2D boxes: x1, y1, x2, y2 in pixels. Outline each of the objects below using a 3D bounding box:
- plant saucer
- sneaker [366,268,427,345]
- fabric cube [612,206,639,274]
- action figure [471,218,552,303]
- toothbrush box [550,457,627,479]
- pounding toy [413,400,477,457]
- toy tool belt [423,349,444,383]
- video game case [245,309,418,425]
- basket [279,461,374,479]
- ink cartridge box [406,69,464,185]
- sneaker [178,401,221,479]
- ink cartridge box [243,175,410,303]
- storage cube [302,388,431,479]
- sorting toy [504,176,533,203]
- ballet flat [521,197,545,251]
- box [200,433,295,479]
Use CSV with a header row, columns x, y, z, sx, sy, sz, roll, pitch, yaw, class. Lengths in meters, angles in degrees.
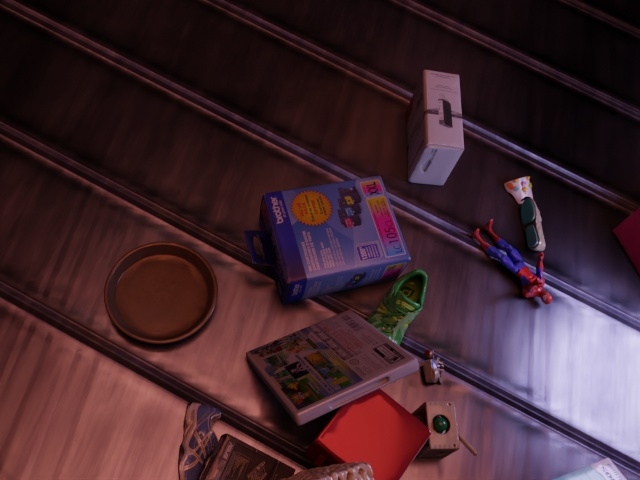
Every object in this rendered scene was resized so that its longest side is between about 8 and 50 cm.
x,y,z,sx,sy,sz,roll,pitch,yaw,class
-0.398,0.132,1.696,0.277,0.041,0.278,4,62,-7,plant saucer
0.187,0.187,1.722,0.109,0.123,0.296,27,62,5,sneaker
1.050,-0.006,1.902,0.259,0.254,0.258,-15,66,-18,fabric cube
0.548,0.052,1.855,0.091,0.139,0.280,-32,74,-22,action figure
0.583,0.635,1.484,0.295,0.126,0.216,-8,44,-29,toothbrush box
0.290,0.452,1.590,0.100,0.141,0.130,2,62,-9,pounding toy
0.289,0.321,1.718,0.051,0.052,0.083,18,59,-37,toy tool belt
0.016,0.280,1.569,0.299,0.329,0.036,-20,112,-19,video game case
-0.029,0.618,1.297,0.266,0.331,0.328,-12,75,-31,basket
0.330,-0.325,1.976,0.114,0.197,0.273,7,62,-6,ink cartridge box
-0.273,0.468,1.517,0.081,0.080,0.211,5,63,-4,sneaker
0.000,0.000,1.777,0.395,0.151,0.270,-11,65,-14,ink cartridge box
0.101,0.461,1.529,0.193,0.184,0.215,38,62,9,storage cube
0.607,-0.149,2.027,0.083,0.045,0.075,-15,85,-17,sorting toy
0.621,-0.043,1.969,0.052,0.057,0.168,18,61,-32,ballet flat
-0.181,0.566,1.469,0.183,0.056,0.231,31,61,-12,box
